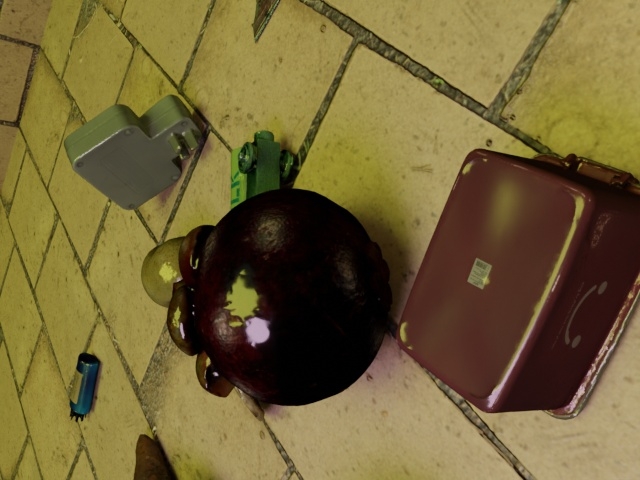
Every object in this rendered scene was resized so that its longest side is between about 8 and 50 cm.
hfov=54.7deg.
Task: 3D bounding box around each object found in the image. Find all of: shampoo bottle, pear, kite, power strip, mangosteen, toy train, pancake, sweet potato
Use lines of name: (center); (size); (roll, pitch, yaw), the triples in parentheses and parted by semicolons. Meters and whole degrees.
shampoo bottle: (-0.659, 0.411, 1.716); (0.087, 0.050, 0.183); (21, 101, 45)
pear: (-0.274, 0.064, 1.242); (0.167, 0.167, 0.137); (-25, 64, 44)
kite: (-0.115, -0.567, 1.253); (0.314, 0.011, 0.336); (1, 86, 48)
power strip: (-0.385, -0.190, 1.366); (0.261, 0.229, 0.141); (-34, 59, 1)
mangosteen: (-0.073, 0.084, 0.889); (0.346, 0.307, 0.307); (-11, 75, 19)
toy train: (-0.122, -0.067, 1.141); (0.157, 0.105, 0.253); (-21, 68, 59)
pancake: (-0.140, 0.250, 1.106); (0.028, 0.158, 0.158); (-27, 55, -6)
sweet potato: (-0.355, 0.574, 1.322); (0.114, 0.092, 0.342); (-53, 47, 52)

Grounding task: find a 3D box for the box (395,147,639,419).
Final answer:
box: (0.220, 0.043, 0.683); (0.193, 0.167, 0.294); (34, 111, 47)
